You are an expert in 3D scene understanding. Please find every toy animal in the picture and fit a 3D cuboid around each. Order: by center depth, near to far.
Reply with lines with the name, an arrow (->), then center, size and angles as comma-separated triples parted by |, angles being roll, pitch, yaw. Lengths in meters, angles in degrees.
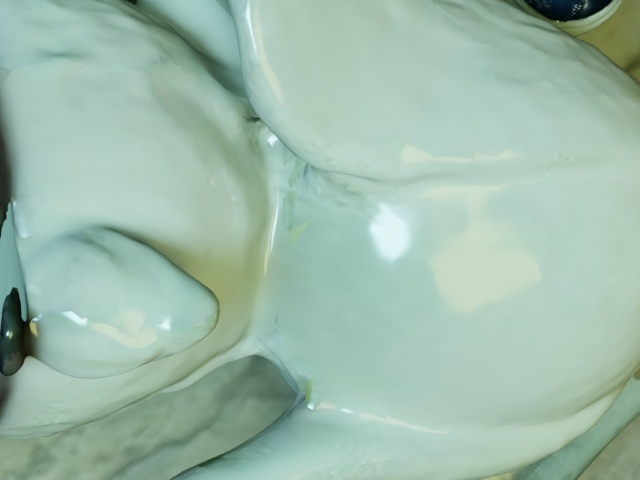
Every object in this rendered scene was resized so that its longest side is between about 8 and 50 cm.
toy animal -> -0.011, -0.011, 0.592 | 0.289, 0.174, 0.249 | -22, 124, -12

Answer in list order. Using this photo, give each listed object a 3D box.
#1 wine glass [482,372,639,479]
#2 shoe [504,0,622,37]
wine glass -> 0.035, 0.112, 0.725 | 0.222, 0.103, 0.103 | -42, 126, 3
shoe -> 0.073, -0.141, 0.611 | 0.064, 0.071, 0.143 | -27, 97, -18
